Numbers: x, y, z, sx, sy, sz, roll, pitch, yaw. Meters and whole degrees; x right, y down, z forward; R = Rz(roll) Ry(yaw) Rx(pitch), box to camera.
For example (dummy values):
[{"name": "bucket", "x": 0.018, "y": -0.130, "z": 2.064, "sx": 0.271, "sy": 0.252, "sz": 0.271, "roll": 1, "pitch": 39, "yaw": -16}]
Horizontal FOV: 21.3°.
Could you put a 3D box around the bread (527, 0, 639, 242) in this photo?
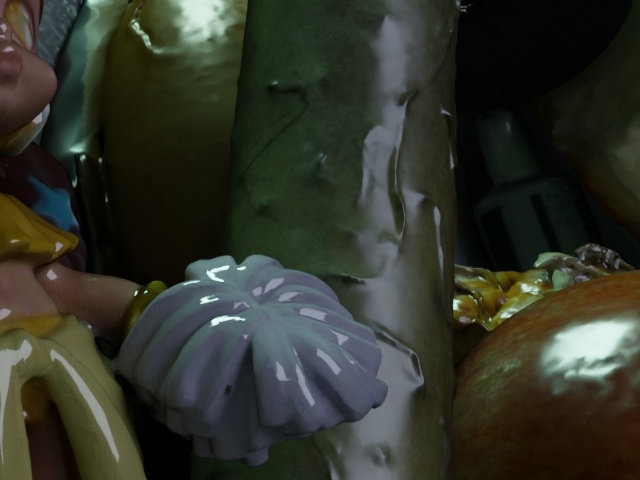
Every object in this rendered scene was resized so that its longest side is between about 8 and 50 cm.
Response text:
[{"name": "bread", "x": 0.313, "y": -0.105, "z": 1.036, "sx": 0.390, "sy": 0.279, "sz": 0.371, "roll": 36, "pitch": 19, "yaw": -23}]

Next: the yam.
[{"name": "yam", "x": -0.002, "y": 0.061, "z": 0.466, "sx": 0.083, "sy": 0.083, "sz": 0.372, "roll": 34, "pitch": 54, "yaw": -49}]

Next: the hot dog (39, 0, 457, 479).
[{"name": "hot dog", "x": -0.003, "y": -0.005, "z": 0.621, "sx": 0.194, "sy": 0.107, "sz": 0.326, "roll": 40, "pitch": 32, "yaw": -44}]

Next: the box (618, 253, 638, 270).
[{"name": "box", "x": 0.179, "y": 0.040, "z": 1.013, "sx": 0.051, "sy": 0.036, "sz": 0.117, "roll": 62, "pitch": 7, "yaw": -3}]

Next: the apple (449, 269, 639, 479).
[{"name": "apple", "x": 0.141, "y": 0.136, "z": 0.577, "sx": 0.253, "sy": 0.253, "sz": 0.253, "roll": 47, "pitch": 28, "yaw": -34}]

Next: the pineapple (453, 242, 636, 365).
[{"name": "pineapple", "x": 0.188, "y": 0.091, "z": 0.785, "sx": 0.334, "sy": 0.161, "sz": 0.158, "roll": 50, "pitch": 43, "yaw": -12}]

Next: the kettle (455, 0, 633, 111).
[{"name": "kettle", "x": 0.048, "y": -0.214, "z": 0.924, "sx": 0.221, "sy": 0.161, "sz": 0.236, "roll": 16, "pitch": 42, "yaw": -19}]

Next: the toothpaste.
[{"name": "toothpaste", "x": 0.161, "y": 0.109, "z": 0.910, "sx": 0.099, "sy": 0.061, "sz": 0.392, "roll": -2, "pitch": 69, "yaw": -58}]

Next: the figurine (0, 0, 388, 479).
[{"name": "figurine", "x": -0.090, "y": 0.015, "z": 0.399, "sx": 0.174, "sy": 0.116, "sz": 0.240, "roll": -2, "pitch": 64, "yaw": -48}]
